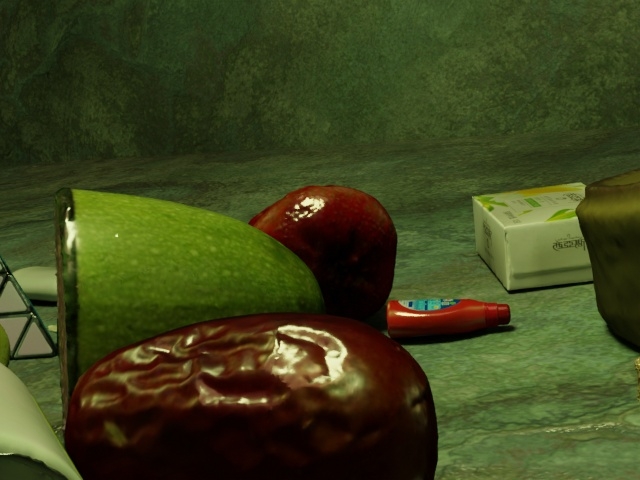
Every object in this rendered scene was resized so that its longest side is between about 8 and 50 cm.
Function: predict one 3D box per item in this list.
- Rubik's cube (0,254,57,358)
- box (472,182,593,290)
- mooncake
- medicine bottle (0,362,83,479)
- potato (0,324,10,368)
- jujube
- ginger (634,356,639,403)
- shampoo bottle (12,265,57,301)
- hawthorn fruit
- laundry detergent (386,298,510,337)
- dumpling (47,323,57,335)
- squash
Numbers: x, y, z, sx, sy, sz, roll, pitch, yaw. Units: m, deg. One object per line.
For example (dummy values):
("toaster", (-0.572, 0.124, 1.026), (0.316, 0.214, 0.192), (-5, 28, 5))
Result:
("Rubik's cube", (-0.473, 0.152, 1.549), (0.178, 0.211, 0.190), (27, 65, 33))
("box", (0.362, -0.011, 1.653), (0.195, 0.111, 0.260), (-7, 11, -2))
("mooncake", (0.528, -0.007, 1.287), (0.393, 0.246, 0.394), (-6, 9, 31))
("medicine bottle", (-0.322, 0.206, 0.864), (0.214, 0.213, 0.379), (-13, 15, -23))
("potato", (-0.483, 0.160, 1.294), (0.169, 0.143, 0.248), (5, 14, 6))
("jujube", (-0.057, 0.166, 0.899), (0.318, 0.223, 0.223), (-3, 14, 16))
("ginger", (0.366, 0.161, 1.031), (0.096, 0.067, 0.165), (-3, 27, 15))
("shampoo bottle", (-0.451, 0.077, 1.824), (0.221, 0.051, 0.108), (1, 13, 31))
("hawthorn fruit", (-0.016, 0.031, 1.504), (0.230, 0.210, 0.266), (-26, 5, -18))
("laundry detergent", (0.174, 0.103, 1.408), (0.165, 0.049, 0.097), (-3, 10, 8))
("dumpling", (-0.379, 0.135, 1.550), (0.059, 0.043, 0.077), (3, 16, 16))
("squash", (-0.134, 0.092, 1.148), (0.309, 0.310, 0.310), (-1, 12, -15))
